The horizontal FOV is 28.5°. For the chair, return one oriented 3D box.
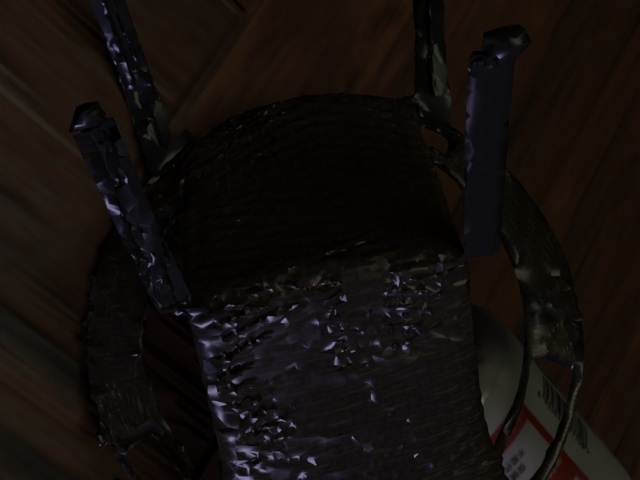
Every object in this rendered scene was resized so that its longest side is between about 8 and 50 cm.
[{"bbox_3d":[0.000,0.000,0.413,0.174,0.149,0.213,-10,123,-2],"label":"chair"}]

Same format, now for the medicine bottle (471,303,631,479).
[{"bbox_3d":[0.076,0.098,0.505,0.140,0.079,0.079,49,64,-24],"label":"medicine bottle"}]
